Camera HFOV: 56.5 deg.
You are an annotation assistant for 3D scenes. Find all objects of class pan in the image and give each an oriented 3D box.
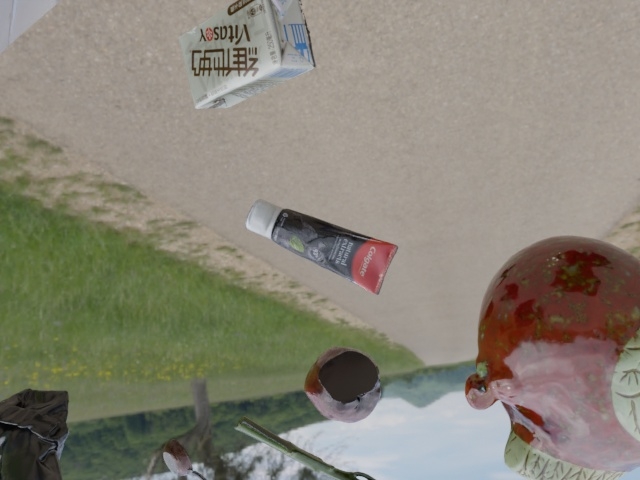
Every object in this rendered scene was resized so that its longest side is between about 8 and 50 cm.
[{"bbox_3d":[-0.230,0.387,1.013,0.115,0.068,0.023,31,-142,27],"label":"pan"}]

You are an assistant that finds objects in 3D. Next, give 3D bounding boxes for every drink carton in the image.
[{"bbox_3d":[-0.187,-0.461,1.454,0.325,0.194,0.132,-12,-178,40],"label":"drink carton"}]

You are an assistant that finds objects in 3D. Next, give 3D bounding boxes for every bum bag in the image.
[{"bbox_3d":[-0.428,0.354,0.878,0.137,0.309,0.074,-23,147,3],"label":"bum bag"}]

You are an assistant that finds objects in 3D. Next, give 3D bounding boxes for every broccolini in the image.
[{"bbox_3d":[0.007,0.242,0.641,0.218,0.042,0.044,31,144,-6],"label":"broccolini"}]

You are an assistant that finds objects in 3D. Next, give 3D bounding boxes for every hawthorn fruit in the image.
[{"bbox_3d":[0.044,0.353,1.491,0.190,0.189,0.251,0,178,-25],"label":"hawthorn fruit"}]

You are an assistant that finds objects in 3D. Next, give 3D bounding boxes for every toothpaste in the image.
[{"bbox_3d":[0.000,0.000,0.770,0.194,0.071,0.045,25,-165,8],"label":"toothpaste"}]

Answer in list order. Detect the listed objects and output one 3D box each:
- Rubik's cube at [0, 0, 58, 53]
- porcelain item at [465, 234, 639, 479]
[{"bbox_3d":[-0.333,-0.269,0.350,0.292,0.291,0.290,29,135,-11],"label":"Rubik's cube"},{"bbox_3d":[0.245,0.127,0.611,0.253,0.252,0.253,-6,167,-2],"label":"porcelain item"}]
